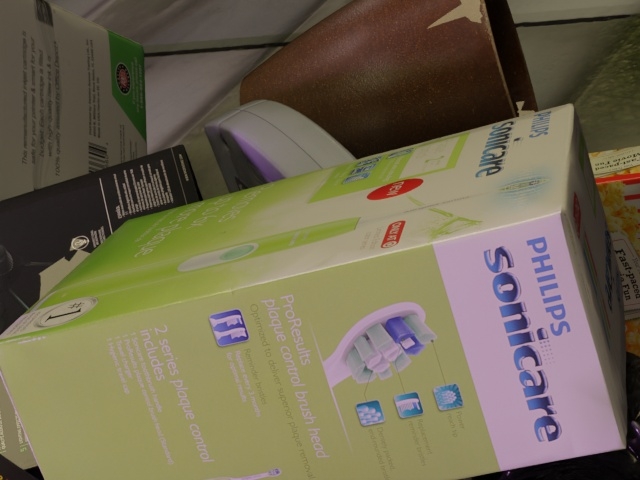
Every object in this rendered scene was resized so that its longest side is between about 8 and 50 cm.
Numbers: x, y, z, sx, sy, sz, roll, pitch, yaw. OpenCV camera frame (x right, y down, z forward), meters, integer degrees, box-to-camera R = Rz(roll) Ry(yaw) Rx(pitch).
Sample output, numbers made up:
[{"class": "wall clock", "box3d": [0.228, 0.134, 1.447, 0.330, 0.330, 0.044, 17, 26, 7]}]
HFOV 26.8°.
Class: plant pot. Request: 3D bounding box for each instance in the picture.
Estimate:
[{"class": "plant pot", "box3d": [0.056, -0.121, 1.155, 0.230, 0.215, 0.215, -16, 29, 15]}]

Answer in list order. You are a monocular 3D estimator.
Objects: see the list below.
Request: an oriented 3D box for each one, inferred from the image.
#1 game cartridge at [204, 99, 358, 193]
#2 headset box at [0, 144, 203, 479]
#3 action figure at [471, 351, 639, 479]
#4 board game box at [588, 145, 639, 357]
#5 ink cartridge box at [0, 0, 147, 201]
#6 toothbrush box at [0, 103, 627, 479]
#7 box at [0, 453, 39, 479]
[{"class": "game cartridge", "box3d": [0.000, 0.000, 1.012, 0.060, 0.196, 0.294, -31, 29, -11]}, {"class": "headset box", "box3d": [-0.193, 0.094, 0.957, 0.283, 0.131, 0.246, -18, 49, -4]}, {"class": "action figure", "box3d": [0.129, 0.122, 0.771, 0.164, 0.141, 0.275, -32, 20, -20]}, {"class": "board game box", "box3d": [0.243, 0.005, 0.872, 0.193, 0.147, 0.045, -8, 31, 27]}, {"class": "ink cartridge box", "box3d": [-0.292, -0.114, 1.267, 0.121, 0.211, 0.289, -8, -13, 27]}, {"class": "toothbrush box", "box3d": [0.008, 0.039, 0.706, 0.283, 0.122, 0.206, -12, 15, 16]}, {"class": "box", "box3d": [-0.214, 0.263, 0.694, 0.242, 0.076, 0.307, 32, 47, 4]}]
